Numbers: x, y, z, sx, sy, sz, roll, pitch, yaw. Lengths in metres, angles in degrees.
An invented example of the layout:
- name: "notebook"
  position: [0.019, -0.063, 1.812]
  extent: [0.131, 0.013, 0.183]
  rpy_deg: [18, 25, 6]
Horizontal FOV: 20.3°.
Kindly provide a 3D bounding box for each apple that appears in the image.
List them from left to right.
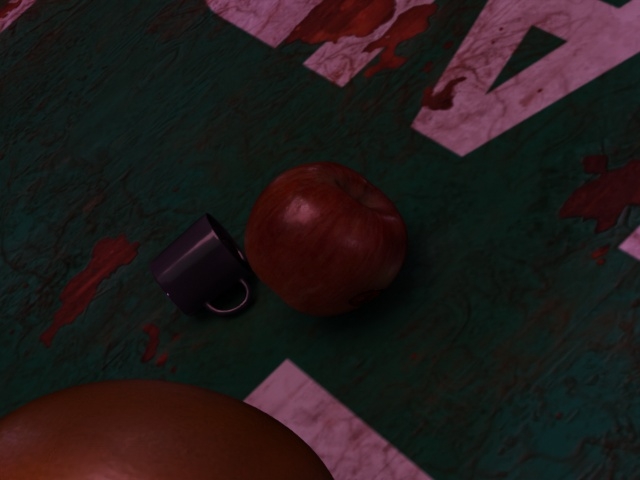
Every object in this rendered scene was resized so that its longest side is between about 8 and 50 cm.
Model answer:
- name: "apple"
  position: [0.000, 0.000, 1.648]
  extent: [0.131, 0.146, 0.146]
  rpy_deg: [-50, 35, 20]

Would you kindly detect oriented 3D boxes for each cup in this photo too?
- name: "cup"
  position: [-0.112, 0.035, 1.755]
  extent: [0.077, 0.078, 0.100]
  rpy_deg: [-38, 69, 6]

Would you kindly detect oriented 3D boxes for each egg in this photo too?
- name: "egg"
  position: [-0.144, 0.248, 1.393]
  extent: [0.351, 0.282, 0.283]
  rpy_deg: [-10, 46, 21]
